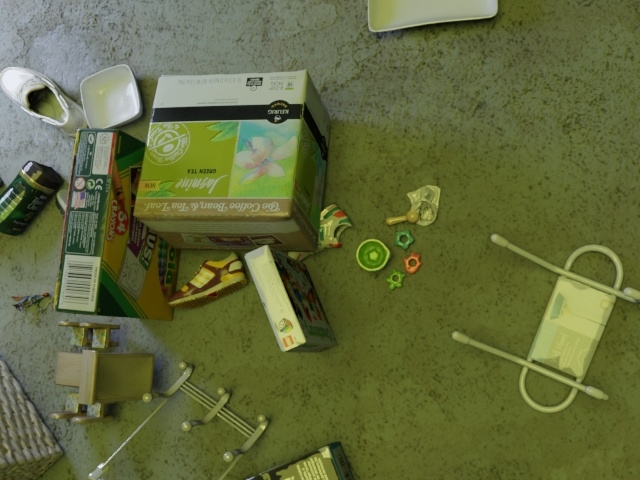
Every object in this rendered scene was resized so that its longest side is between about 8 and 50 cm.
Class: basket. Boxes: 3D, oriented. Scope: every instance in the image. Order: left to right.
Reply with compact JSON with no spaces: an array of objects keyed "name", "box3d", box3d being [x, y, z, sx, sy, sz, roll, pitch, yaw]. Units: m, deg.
[{"name":"basket","box3d":[-0.798,0.439,1.655,0.266,0.328,0.331,-40,75,4]}]

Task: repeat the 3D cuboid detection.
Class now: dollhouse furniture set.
[{"name":"dollhouse furniture set","box3d":[-0.503,0.283,1.652,0.242,0.161,0.212,-2,82,34]}]

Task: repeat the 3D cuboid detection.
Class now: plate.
[{"name":"plate","box3d":[0.239,-0.594,1.678,0.277,0.045,0.277,-4,81,14]}]

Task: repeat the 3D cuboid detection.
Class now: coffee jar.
[{"name":"coffee jar","box3d":[-0.700,-0.102,1.821,0.079,0.096,0.184,41,94,13]}]

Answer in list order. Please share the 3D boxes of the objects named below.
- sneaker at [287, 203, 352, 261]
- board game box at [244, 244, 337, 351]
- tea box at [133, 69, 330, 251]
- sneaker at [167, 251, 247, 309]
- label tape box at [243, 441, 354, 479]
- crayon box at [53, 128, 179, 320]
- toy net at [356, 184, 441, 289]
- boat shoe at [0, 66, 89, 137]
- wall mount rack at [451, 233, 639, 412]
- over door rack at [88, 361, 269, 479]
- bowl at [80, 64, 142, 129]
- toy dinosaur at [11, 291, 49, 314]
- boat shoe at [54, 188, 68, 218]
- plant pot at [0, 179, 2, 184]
[{"name":"sneaker","box3d":[0.000,0.000,1.651,0.161,0.057,0.075,-47,69,1]},{"name":"board game box","box3d":[-0.051,0.124,1.518,0.053,0.305,0.193,-24,78,8]},{"name":"tea box","box3d":[-0.172,-0.158,1.605,0.328,0.220,0.324,0,71,14]},{"name":"sneaker","box3d":[-0.255,0.089,1.704,0.185,0.069,0.084,-20,69,5]},{"name":"label tape box","box3d":[-0.075,0.587,1.565,0.333,0.106,0.241,-25,77,9]},{"name":"crayon box","box3d":[-0.405,-0.020,1.622,0.106,0.313,0.363,3,84,18]},{"name":"toy net","box3d":[0.184,-0.015,1.613,0.122,0.045,0.232,39,93,16]},{"name":"boat shoe","box3d":[-0.677,-0.348,1.848,0.277,0.096,0.098,31,91,16]},{"name":"wall mount rack","box3d":[0.437,0.147,1.483,0.304,0.130,0.350,22,87,16]},{"name":"over door rack","box3d":[-0.293,0.431,1.585,0.239,0.108,0.324,30,67,20]},{"name":"bowl","box3d":[-0.486,-0.332,1.821,0.142,0.053,0.142,-18,79,12]},{"name":"toy dinosaur","box3d":[-0.682,0.135,1.815,0.082,0.047,0.090,-34,64,-11]},{"name":"boat shoe","box3d":[-0.581,-0.054,1.815,0.040,0.049,0.142,-42,74,40]},{"name":"plant pot","box3d":[-0.925,-0.150,1.848,0.167,0.188,0.187,-45,75,17]}]
